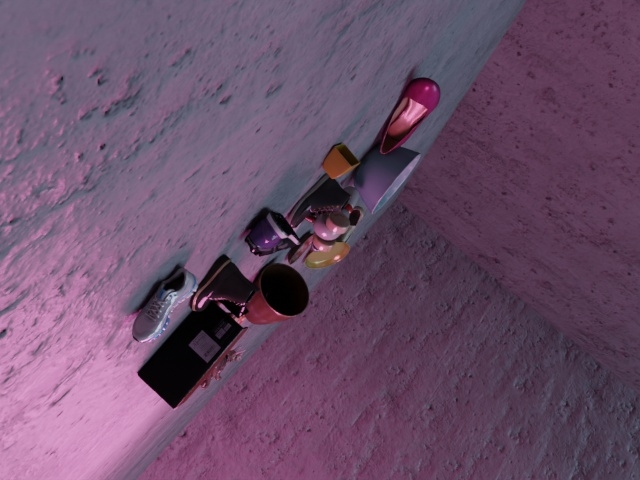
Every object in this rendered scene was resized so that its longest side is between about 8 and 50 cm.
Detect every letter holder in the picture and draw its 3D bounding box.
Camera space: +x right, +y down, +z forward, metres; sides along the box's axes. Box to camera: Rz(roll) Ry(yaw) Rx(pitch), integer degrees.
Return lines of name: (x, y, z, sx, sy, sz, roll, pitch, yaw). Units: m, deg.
letter holder: (-0.373, 0.336, 1.606, 0.302, 0.152, 0.214, -49, 174, -6)

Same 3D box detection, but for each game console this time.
game console: (-0.258, 0.161, 1.521, 0.071, 0.122, 0.107, -43, 169, -45)

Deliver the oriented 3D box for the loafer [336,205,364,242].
loafer: (0.127, -0.069, 2.665, 0.269, 0.102, 0.092, -57, 170, -3)

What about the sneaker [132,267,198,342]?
sneaker: (-0.350, 0.135, 1.144, 0.191, 0.071, 0.083, -56, 168, -21)

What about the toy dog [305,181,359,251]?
toy dog: (0.032, -0.107, 1.935, 0.220, 0.161, 0.334, -56, -175, 20)

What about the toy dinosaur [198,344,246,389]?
toy dinosaur: (-0.468, 0.547, 2.276, 0.160, 0.121, 0.313, -64, 164, 13)

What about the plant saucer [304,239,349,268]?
plant saucer: (0.029, 0.063, 2.601, 0.240, 0.037, 0.241, -18, 153, -9)

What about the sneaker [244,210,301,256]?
sneaker: (-0.148, -0.010, 1.521, 0.124, 0.107, 0.283, -36, 169, 4)

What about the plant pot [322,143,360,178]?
plant pot: (0.056, -0.234, 1.589, 0.083, 0.081, 0.081, -42, 177, 29)

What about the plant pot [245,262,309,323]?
plant pot: (-0.196, 0.233, 1.994, 0.230, 0.215, 0.215, -39, -179, 42)

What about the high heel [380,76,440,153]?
high heel: (0.313, -0.432, 1.859, 0.181, 0.127, 0.377, -59, 177, -12)

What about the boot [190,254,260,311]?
boot: (-0.263, 0.155, 1.415, 0.198, 0.137, 0.077, -54, 171, 30)

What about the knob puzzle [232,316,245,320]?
knob puzzle: (-0.326, 0.329, 2.235, 0.213, 0.030, 0.213, -49, 172, -10)

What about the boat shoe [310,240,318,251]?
boat shoe: (0.000, 0.000, 2.326, 0.066, 0.066, 0.183, -45, -174, 42)

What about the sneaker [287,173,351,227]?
sneaker: (-0.004, -0.104, 1.699, 0.222, 0.118, 0.083, -49, 172, -8)

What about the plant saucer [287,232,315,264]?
plant saucer: (-0.085, 0.029, 2.188, 0.168, 0.029, 0.168, -48, 171, -10)

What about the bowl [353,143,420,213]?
bowl: (0.251, -0.278, 2.132, 0.311, 0.163, 0.311, -48, 171, -10)

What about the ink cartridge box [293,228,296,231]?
ink cartridge box: (-0.099, -0.041, 1.788, 0.048, 0.028, 0.083, -40, 167, -52)
